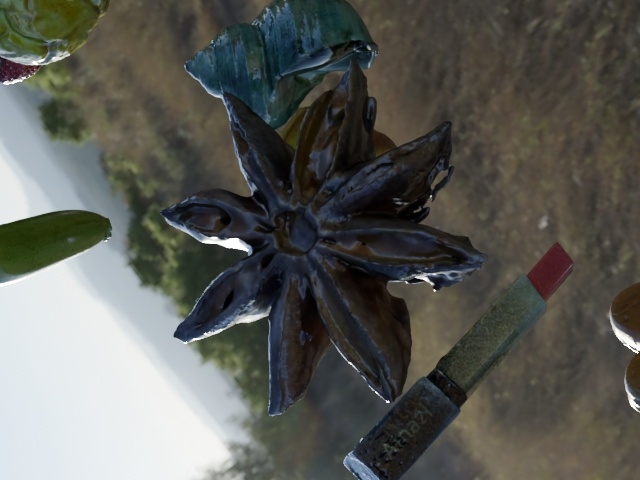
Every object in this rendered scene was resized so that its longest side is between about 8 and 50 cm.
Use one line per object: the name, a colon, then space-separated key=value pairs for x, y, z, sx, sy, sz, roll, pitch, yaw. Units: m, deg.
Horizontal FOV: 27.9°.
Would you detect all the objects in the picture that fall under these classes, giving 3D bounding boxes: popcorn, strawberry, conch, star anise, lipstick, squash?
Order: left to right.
strawberry: x=-0.461 y=-0.285 z=1.972 sx=0.083 sy=0.096 sz=0.083 roll=159 pitch=90 yaw=-84
popcorn: x=-0.395 y=-0.357 z=1.795 sx=0.183 sy=0.221 sz=0.204 roll=10 pitch=139 yaw=50
squash: x=-0.312 y=0.005 z=1.431 sx=0.066 sy=0.201 sz=0.066 roll=12 pitch=110 yaw=38
conch: x=-0.050 y=-0.215 z=1.503 sx=0.134 sy=0.202 sz=0.196 roll=60 pitch=176 yaw=11
star anise: x=-0.002 y=-0.001 z=1.170 sx=0.332 sy=0.332 sz=0.117 roll=49 pitch=-170 yaw=24
lipstick: x=0.145 y=0.111 z=1.211 sx=0.051 sy=0.312 sz=0.051 roll=42 pitch=158 yaw=11

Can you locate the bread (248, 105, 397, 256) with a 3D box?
bread: x=0.004 y=-0.042 z=1.677 sx=0.145 sy=0.268 sz=0.268 roll=21 pitch=154 yaw=27

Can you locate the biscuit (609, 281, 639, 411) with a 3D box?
biscuit: x=0.456 y=0.113 z=1.336 sx=0.052 sy=0.275 sz=0.355 roll=62 pitch=170 yaw=-32
